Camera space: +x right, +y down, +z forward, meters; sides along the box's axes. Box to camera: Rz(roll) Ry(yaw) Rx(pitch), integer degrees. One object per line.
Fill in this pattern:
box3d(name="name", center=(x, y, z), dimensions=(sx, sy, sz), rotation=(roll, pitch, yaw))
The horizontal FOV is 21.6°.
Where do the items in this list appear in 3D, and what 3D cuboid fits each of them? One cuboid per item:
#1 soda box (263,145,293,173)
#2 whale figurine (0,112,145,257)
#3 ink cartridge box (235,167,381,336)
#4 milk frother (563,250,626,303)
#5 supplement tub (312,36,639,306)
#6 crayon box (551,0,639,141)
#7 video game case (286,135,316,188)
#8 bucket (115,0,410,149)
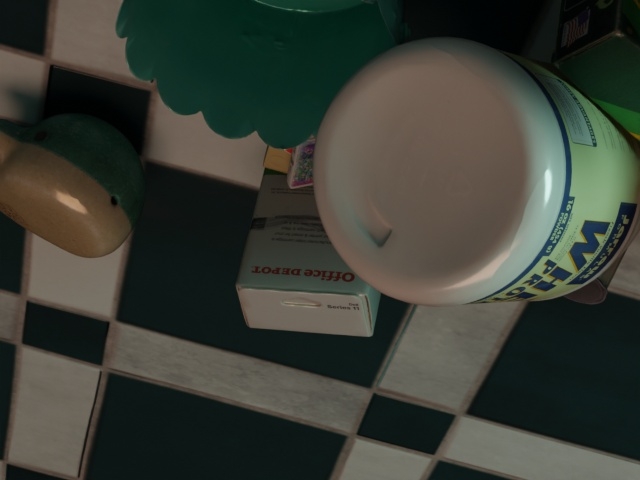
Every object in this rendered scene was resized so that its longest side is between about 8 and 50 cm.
box3d(name="soda box", center=(-0.014, -0.147, 1.843), dimensions=(0.061, 0.058, 0.181), rotation=(16, 144, -3))
box3d(name="whale figurine", center=(-0.319, -0.083, 1.990), dimensions=(0.272, 0.141, 0.216), rotation=(14, 152, 44))
box3d(name="ink cartridge box", center=(0.000, 0.000, 1.905), dimensions=(0.153, 0.208, 0.087), rotation=(4, 143, 12))
box3d(name="milk frother", center=(0.304, 0.009, 1.880), dimensions=(0.129, 0.135, 0.143), rotation=(7, 147, 46))
box3d(name="supplement tub", center=(0.163, -0.058, 1.564), dimensions=(0.235, 0.235, 0.325), rotation=(-11, 174, 29))
box3d(name="crayon box", center=(0.359, -0.163, 1.588), dimensions=(0.318, 0.202, 0.081), rotation=(36, 138, -29))
box3d(name="video game case", center=(0.046, -0.117, 1.832), dimensions=(0.157, 0.019, 0.143), rotation=(-13, 150, -17))
box3d(name="bucket", center=(-0.043, -0.241, 1.625), dimensions=(0.281, 0.183, 0.281), rotation=(9, 143, 7))
